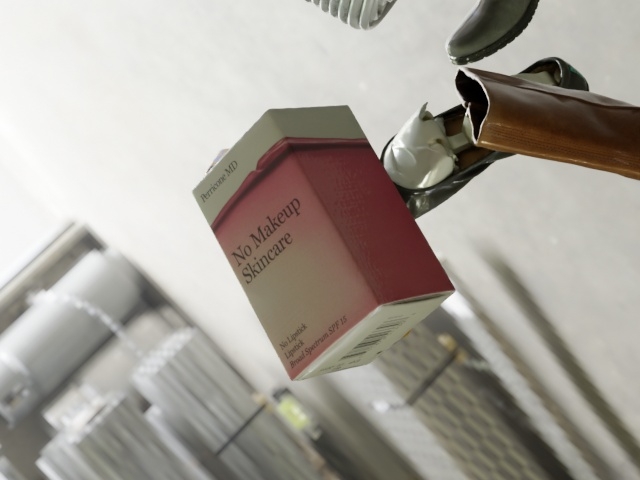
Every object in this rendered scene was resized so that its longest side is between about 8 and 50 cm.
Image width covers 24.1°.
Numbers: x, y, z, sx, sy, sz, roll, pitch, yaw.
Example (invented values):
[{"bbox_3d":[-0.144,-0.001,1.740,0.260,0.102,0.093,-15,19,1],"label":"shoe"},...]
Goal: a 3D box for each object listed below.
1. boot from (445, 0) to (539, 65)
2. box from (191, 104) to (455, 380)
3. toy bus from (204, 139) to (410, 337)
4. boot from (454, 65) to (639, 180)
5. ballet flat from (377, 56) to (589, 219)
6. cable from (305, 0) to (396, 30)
[{"bbox_3d":[0.202,-0.335,1.743,0.161,0.246,0.083,51,166,-29],"label":"boot"},{"bbox_3d":[0.000,0.000,1.488,0.148,0.126,0.232,-44,67,36],"label":"box"},{"bbox_3d":[0.003,-0.008,1.857,0.108,0.130,0.333,3,141,46],"label":"toy bus"},{"bbox_3d":[0.247,-0.094,1.264,0.280,0.264,0.096,11,115,-2],"label":"boot"},{"bbox_3d":[0.146,-0.113,1.554,0.095,0.280,0.096,61,-178,30],"label":"ballet flat"},{"bbox_3d":[0.060,-0.300,1.223,0.089,0.257,0.257,26,-160,2],"label":"cable"}]
